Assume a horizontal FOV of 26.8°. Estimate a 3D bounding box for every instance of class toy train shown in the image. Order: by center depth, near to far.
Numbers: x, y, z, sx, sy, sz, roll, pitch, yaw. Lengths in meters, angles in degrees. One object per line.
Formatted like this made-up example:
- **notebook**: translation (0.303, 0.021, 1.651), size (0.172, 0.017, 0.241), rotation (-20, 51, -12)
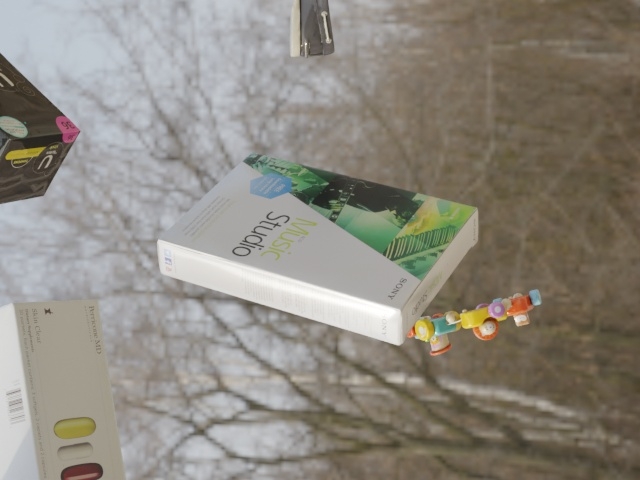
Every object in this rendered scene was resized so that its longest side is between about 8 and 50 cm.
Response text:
- **toy train**: translation (0.186, 0.102, 1.624), size (0.125, 0.166, 0.046), rotation (-4, -101, -76)

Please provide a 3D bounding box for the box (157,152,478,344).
- **box**: translation (0.000, 0.000, 1.615), size (0.232, 0.322, 0.058), rotation (-49, -33, -47)

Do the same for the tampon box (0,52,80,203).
- **tampon box**: translation (-0.375, -0.129, 1.490), size (0.101, 0.161, 0.120), rotation (-56, -17, 25)

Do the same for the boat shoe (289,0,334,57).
- **boat shoe**: translation (-0.005, -0.346, 1.788), size (0.075, 0.065, 0.206), rotation (-114, 28, -81)

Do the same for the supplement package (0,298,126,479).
- **supplement package**: translation (-0.404, 0.230, 1.863), size (0.145, 0.204, 0.262), rotation (-1, -103, -48)
